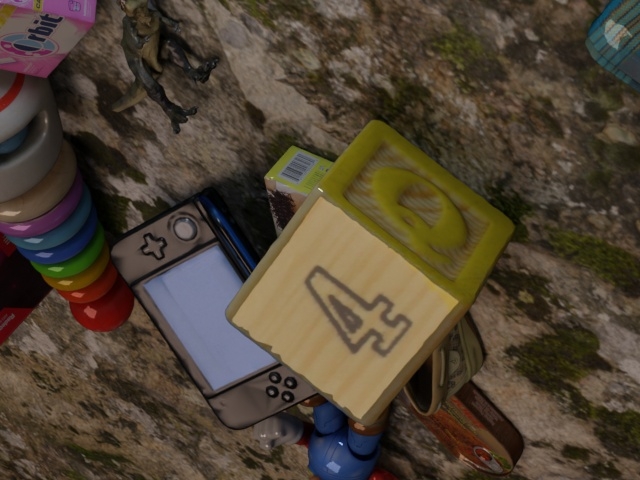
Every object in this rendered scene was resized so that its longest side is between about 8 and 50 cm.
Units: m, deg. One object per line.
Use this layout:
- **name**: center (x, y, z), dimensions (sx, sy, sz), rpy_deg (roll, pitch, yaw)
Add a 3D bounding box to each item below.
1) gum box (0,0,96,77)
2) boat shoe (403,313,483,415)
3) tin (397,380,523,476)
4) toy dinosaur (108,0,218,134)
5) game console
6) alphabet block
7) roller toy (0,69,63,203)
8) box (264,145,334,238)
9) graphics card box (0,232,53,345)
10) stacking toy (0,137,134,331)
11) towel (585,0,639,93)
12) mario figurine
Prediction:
- **gum box**: center (-0.330, -0.246, 2.021), dimensions (0.107, 0.062, 0.188), rpy_deg (9, 160, -24)
- **boat shoe**: center (0.103, 0.076, 2.013), dimensions (0.104, 0.089, 0.285), rpy_deg (11, 141, 41)
- **tin**: center (0.168, 0.211, 2.191), dimensions (0.190, 0.040, 0.106), rpy_deg (47, 154, -15)
- **toy dinosaur**: center (-0.179, -0.189, 1.991), dimensions (0.118, 0.064, 0.268), rpy_deg (39, 154, 13)
- **game console**: center (-0.112, 0.102, 2.146), dimensions (0.250, 0.173, 0.293), rpy_deg (-27, 102, 27)
- **alphabet block**: center (0.052, 0.031, 1.839), dimensions (0.193, 0.192, 0.197), rpy_deg (36, 122, 0)
- **roller toy**: center (-0.412, -0.154, 2.168), dimensions (0.191, 0.209, 0.146), rpy_deg (-5, 142, 3)
- **box**: center (0.000, 0.000, 2.055), dimensions (0.087, 0.058, 0.232), rpy_deg (23, 148, 27)
- **graphics card box**: center (-0.518, -0.028, 2.420), dimensions (0.094, 0.233, 0.371), rpy_deg (0, 133, 54)
- **stacking toy**: center (-0.336, 0.006, 2.385), dimensions (0.141, 0.141, 0.330), rpy_deg (20, 152, 30)
- **towel**: center (0.390, -0.158, 1.409), dimensions (0.271, 0.040, 0.370), rpy_deg (39, 151, -3)
- **mario figurine**: center (0.022, 0.311, 2.351), dimensions (0.321, 0.170, 0.198), rpy_deg (88, 160, -45)
